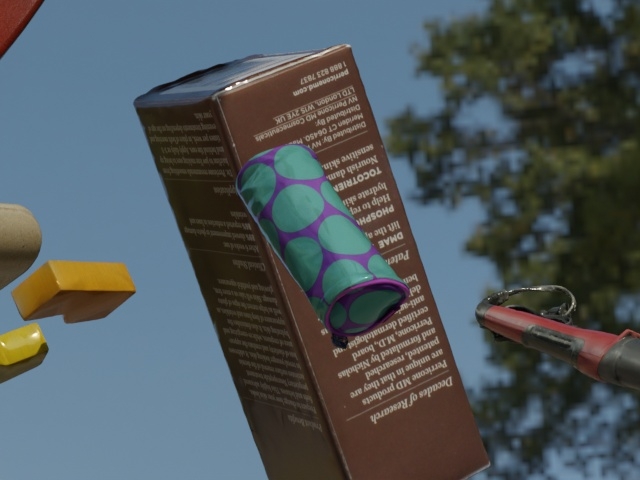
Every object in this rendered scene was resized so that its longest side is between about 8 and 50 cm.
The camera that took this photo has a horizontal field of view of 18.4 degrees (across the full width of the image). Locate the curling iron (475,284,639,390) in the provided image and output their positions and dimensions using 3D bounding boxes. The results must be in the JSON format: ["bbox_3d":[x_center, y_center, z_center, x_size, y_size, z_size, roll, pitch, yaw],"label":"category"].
[{"bbox_3d":[0.186,0.065,1.188,0.068,0.035,0.274,-14,16,-27],"label":"curling iron"}]

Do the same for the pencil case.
[{"bbox_3d":[0.000,0.000,1.372,0.064,0.152,0.070,-40,-37,10],"label":"pencil case"}]

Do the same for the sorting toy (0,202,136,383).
[{"bbox_3d":[-0.248,0.045,0.981,0.229,0.041,0.307,-38,-23,28],"label":"sorting toy"}]

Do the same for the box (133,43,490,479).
[{"bbox_3d":[-0.008,0.035,1.669,0.143,0.381,0.191,-22,12,-23],"label":"box"}]

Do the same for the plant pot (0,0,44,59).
[{"bbox_3d":[-0.345,-0.304,1.639,0.267,0.236,0.267,10,-46,41],"label":"plant pot"}]
